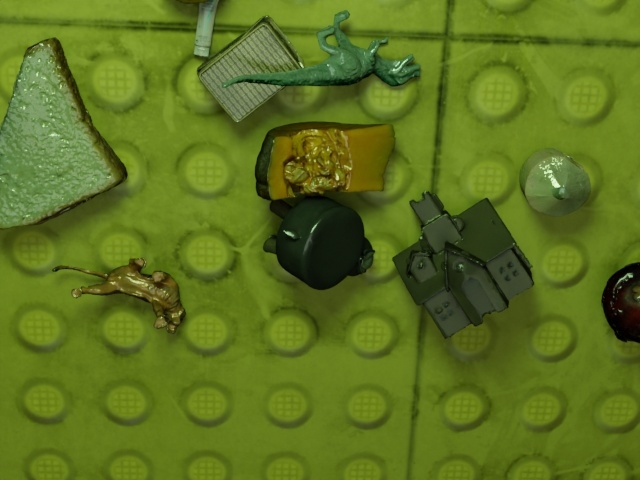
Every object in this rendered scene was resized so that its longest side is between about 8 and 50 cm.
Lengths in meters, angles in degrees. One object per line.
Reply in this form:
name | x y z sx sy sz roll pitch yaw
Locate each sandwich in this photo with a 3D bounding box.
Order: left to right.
sandwich | -0.503 -0.176 1.573 0.254 0.099 0.288 -20 110 5

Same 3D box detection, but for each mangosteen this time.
mangosteen | 0.617 0.128 1.706 0.166 0.166 0.180 -30 135 8

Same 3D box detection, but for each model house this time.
model house | 0.241 0.022 1.639 0.211 0.204 0.243 -33 91 9

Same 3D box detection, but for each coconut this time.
coconut | 0.417 -0.103 1.624 0.116 0.122 0.116 -1 111 -2

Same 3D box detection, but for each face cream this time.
face cream | -0.196 -0.373 1.555 0.038 0.020 0.115 9 108 -5

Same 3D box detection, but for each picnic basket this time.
picnic basket | -0.120 -0.293 1.556 0.164 0.079 0.115 -36 107 10

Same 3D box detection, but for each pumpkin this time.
pumpkin | -0.003 -0.144 1.603 0.248 0.126 0.130 -3 99 -23

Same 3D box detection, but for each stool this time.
stool | -0.005 0.008 1.634 0.153 0.139 0.228 -50 139 -13

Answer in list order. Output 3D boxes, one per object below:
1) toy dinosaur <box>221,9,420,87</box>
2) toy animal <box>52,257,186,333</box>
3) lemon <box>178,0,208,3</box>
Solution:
toy dinosaur | 0.004 -0.319 1.508 0.383 0.076 0.129 -5 102 -26
toy animal | -0.365 0.079 1.685 0.255 0.116 0.114 22 84 -5
lemon | -0.205 -0.442 1.484 0.133 0.109 0.109 -12 110 11
